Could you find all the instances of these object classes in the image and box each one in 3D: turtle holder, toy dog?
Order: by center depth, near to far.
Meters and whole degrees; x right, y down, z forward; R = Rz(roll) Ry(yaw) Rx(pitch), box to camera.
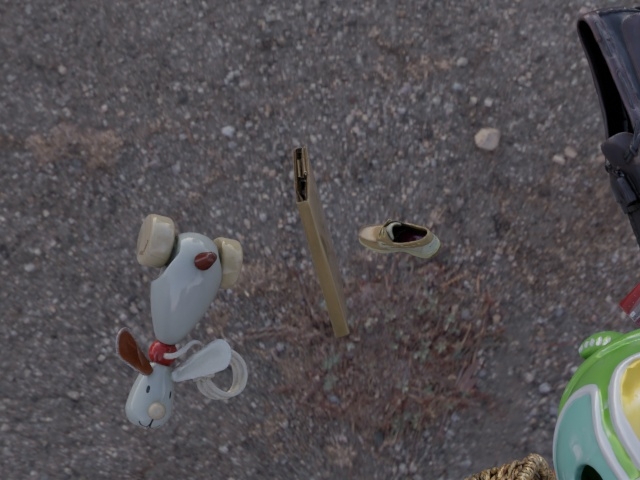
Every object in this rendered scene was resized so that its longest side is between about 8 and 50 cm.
[{"bbox_3d":[0.378,0.209,0.828,0.243,0.320,0.227,35,29,5],"label":"turtle holder"},{"bbox_3d":[-0.207,0.124,1.235,0.220,0.161,0.333,-8,96,-22],"label":"toy dog"}]

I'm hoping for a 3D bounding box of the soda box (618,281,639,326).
[{"bbox_3d":[0.712,0.069,1.575,0.083,0.092,0.263,37,105,-12],"label":"soda box"}]

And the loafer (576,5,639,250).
[{"bbox_3d":[0.352,-0.128,0.936,0.095,0.109,0.302,0,76,-8],"label":"loafer"}]

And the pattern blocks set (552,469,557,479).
[{"bbox_3d":[0.484,0.341,1.166,0.286,0.026,0.324,-13,102,11],"label":"pattern blocks set"}]

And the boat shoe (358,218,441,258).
[{"bbox_3d":[0.111,-0.009,1.194,0.135,0.045,0.050,7,56,34],"label":"boat shoe"}]

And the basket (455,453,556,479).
[{"bbox_3d":[0.249,0.469,1.064,0.223,0.213,0.299,-21,112,15],"label":"basket"}]

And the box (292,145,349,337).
[{"bbox_3d":[0.000,0.000,1.048,0.021,0.201,0.164,-13,29,4],"label":"box"}]
